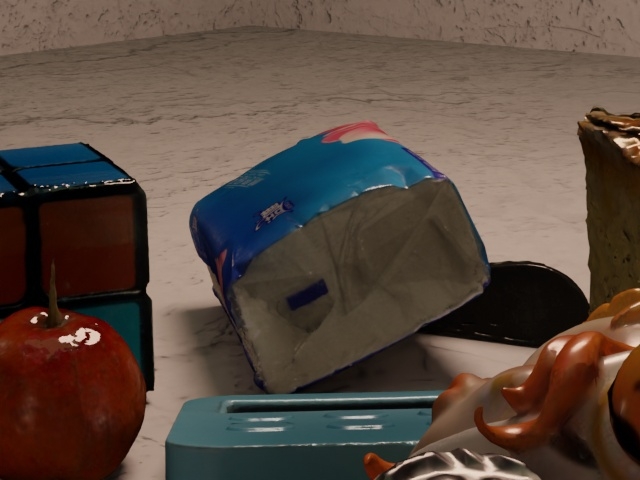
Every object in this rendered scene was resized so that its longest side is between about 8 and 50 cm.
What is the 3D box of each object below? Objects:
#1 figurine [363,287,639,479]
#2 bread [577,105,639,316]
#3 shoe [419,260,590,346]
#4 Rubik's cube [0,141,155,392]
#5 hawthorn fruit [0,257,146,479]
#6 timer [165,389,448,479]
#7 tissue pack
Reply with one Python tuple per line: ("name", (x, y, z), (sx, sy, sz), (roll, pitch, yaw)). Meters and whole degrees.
("figurine", (0.116, 0.139, 0.588), (0.323, 0.196, 0.320), (-22, -16, -30))
("bread", (0.329, 0.029, 0.912), (0.279, 0.249, 0.315), (-7, 20, -17))
("shoe", (0.149, 0.049, 1.177), (0.179, 0.071, 0.049), (1, 11, 24))
("Rubik's cube", (-0.238, 0.030, 1.046), (0.183, 0.180, 0.167), (-9, 17, -21))
("hawthorn fruit", (-0.178, 0.102, 0.897), (0.125, 0.140, 0.125), (2, 48, -2))
("timer", (0.022, 0.128, 0.849), (0.231, 0.091, 0.250), (-2, 11, -3))
("tissue pack", (0.000, 0.000, 1.139), (0.209, 0.137, 0.270), (-28, 19, -3))
